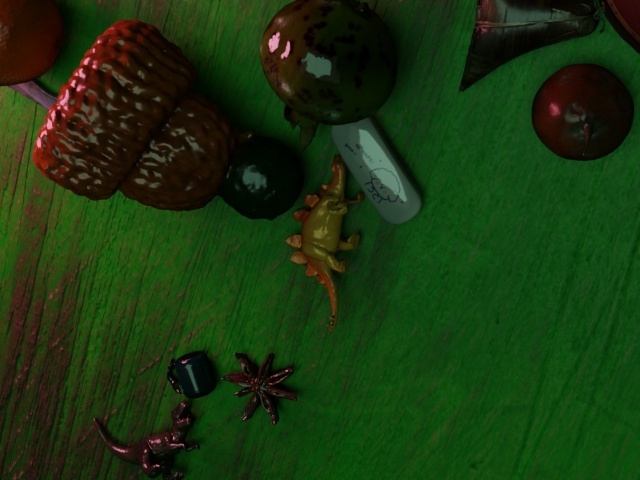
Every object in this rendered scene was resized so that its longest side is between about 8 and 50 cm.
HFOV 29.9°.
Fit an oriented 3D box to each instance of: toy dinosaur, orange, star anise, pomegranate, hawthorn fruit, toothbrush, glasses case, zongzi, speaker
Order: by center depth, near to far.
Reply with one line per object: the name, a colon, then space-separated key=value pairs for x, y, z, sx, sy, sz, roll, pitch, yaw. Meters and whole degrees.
hawthorn fruit: x=0.383 y=-0.183 z=1.707 sx=0.149 sy=0.189 sz=0.149 roll=0 pitch=93 yaw=-10
zongzi: x=0.307 y=-0.283 z=1.748 sx=0.187 sy=0.084 sz=0.184 roll=17 pitch=112 yaw=15
pomegranate: x=0.003 y=-0.251 z=1.796 sx=0.211 sy=0.211 sz=0.263 roll=35 pitch=124 yaw=6
glasses case: x=0.089 y=-0.116 z=1.882 sx=0.076 sy=0.049 sz=0.197 roll=-31 pitch=93 yaw=23
toy dinosaur: x=0.000 y=0.000 z=1.936 sx=0.117 sy=0.070 sz=0.288 roll=12 pitch=105 yaw=26
orange: x=-0.518 y=-0.345 z=1.945 sx=0.206 sy=0.206 sz=0.206 roll=5 pitch=106 yaw=17
toothbrush: x=-0.455 y=-0.230 z=2.036 sx=0.413 sy=0.042 sz=0.035 roll=34 pitch=76 yaw=7
star anise: x=-0.097 y=0.247 z=2.046 sx=0.141 sy=0.042 sz=0.141 roll=5 pitch=104 yaw=19
speaker: x=-0.232 y=0.235 z=2.077 sx=0.094 sy=0.060 sz=0.075 roll=-15 pitch=99 yaw=21
toy dinosaur: x=-0.295 y=0.342 z=2.152 sx=0.187 sy=0.087 sz=0.179 roll=-43 pitch=52 yaw=8

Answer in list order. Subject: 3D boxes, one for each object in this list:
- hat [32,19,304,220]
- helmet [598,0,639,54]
hat: x=-0.236 y=-0.146 z=1.908 sx=0.400 sy=0.285 sz=0.285 roll=34 pitch=114 yaw=-19
helmet: x=0.532 y=-0.360 z=1.579 sx=0.337 sy=0.230 sz=0.385 roll=-38 pitch=89 yaw=22
